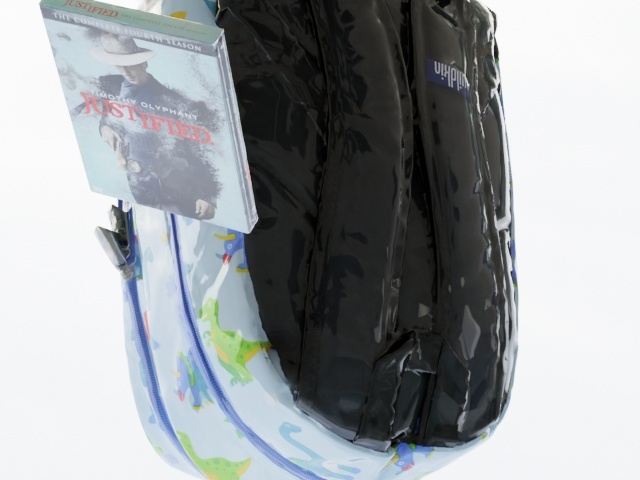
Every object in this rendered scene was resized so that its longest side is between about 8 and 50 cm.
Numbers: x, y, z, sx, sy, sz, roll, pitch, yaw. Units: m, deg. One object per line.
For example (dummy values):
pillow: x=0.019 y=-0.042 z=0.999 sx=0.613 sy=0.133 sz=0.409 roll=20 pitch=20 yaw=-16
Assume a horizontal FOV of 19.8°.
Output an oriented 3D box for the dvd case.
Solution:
dvd case: x=-0.075 y=-0.056 z=0.821 sx=0.087 sy=0.119 sz=0.013 roll=15 pitch=-129 yaw=19

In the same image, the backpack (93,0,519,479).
backpack: x=0.000 y=0.000 z=1.191 sx=0.290 sy=0.273 sz=0.356 roll=14 pitch=-133 yaw=-40
